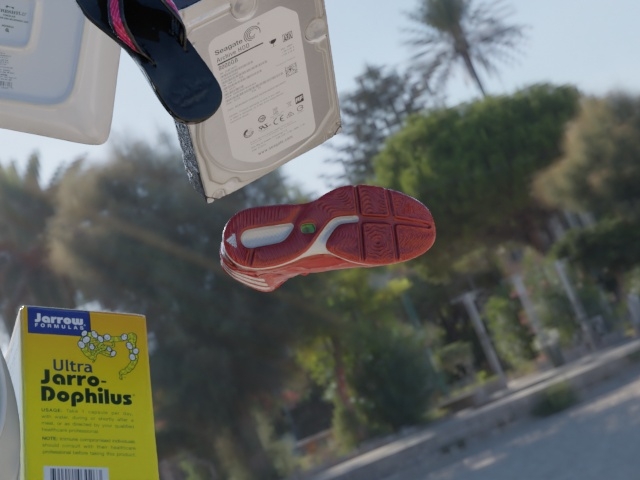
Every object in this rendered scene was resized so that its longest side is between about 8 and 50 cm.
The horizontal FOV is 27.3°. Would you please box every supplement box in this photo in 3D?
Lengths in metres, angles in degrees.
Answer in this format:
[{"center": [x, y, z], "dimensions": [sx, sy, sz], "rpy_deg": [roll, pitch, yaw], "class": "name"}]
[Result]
[{"center": [-0.361, 0.300, 1.940], "dimensions": [0.195, 0.356, 0.194], "rpy_deg": [6, -38, -22], "class": "supplement box"}]

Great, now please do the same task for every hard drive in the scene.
[{"center": [-0.095, -0.228, 1.782], "dimensions": [0.237, 0.064, 0.339], "rpy_deg": [-29, -40, -17], "class": "hard drive"}]

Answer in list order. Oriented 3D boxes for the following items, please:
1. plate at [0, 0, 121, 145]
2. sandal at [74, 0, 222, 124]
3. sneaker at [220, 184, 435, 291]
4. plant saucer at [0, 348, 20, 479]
[{"center": [-0.380, -0.273, 1.636], "dimensions": [0.277, 0.278, 0.045], "rpy_deg": [10, 5, 9], "class": "plate"}, {"center": [-0.140, -0.176, 1.074], "dimensions": [0.067, 0.179, 0.040], "rpy_deg": [-36, -5, -21], "class": "sandal"}, {"center": [0.000, 0.000, 1.370], "dimensions": [0.221, 0.087, 0.128], "rpy_deg": [0, -13, -13], "class": "sneaker"}, {"center": [-0.374, 0.117, 1.109], "dimensions": [0.100, 0.400, 0.400], "rpy_deg": [-28, -10, 23], "class": "plant saucer"}]
